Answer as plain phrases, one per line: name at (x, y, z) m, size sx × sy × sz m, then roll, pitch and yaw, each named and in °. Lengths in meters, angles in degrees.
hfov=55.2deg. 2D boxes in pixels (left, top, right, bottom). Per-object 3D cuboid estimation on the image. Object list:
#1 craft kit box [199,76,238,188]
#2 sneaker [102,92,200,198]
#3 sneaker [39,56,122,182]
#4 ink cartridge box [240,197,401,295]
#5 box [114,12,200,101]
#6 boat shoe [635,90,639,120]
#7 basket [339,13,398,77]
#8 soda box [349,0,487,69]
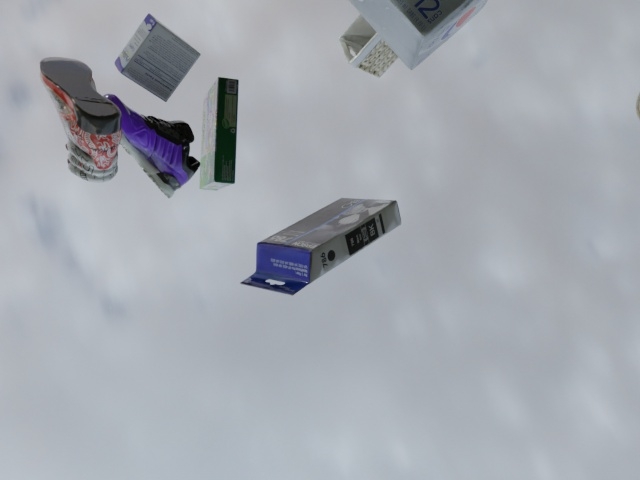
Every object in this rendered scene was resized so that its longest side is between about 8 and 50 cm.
craft kit box at (-0.257, -0.257, 1.534) m, size 0.061 × 0.247 × 0.249 m, roll 2°, pitch -91°, yaw -16°
sneaker at (-0.369, -0.237, 1.373) m, size 0.146 × 0.293 × 0.102 m, roll -37°, pitch -131°, yaw -6°
sneaker at (-0.424, -0.209, 1.067) m, size 0.090 × 0.144 × 0.270 m, roll -13°, pitch -137°, yaw -36°
ink cartridge box at (0.000, 0.000, 1.242) m, size 0.333 × 0.166 × 0.065 m, roll -33°, pitch -63°, yaw -38°
box at (-0.360, -0.402, 1.351) m, size 0.137 × 0.126 × 0.072 m, roll -50°, pitch -134°, yaw 9°
boat shoe at (0.547, -0.126, 0.797) m, size 0.096 × 0.112 × 0.335 m, roll 0°, pitch -140°, yaw -12°
basket at (0.143, -0.496, 1.485) m, size 0.103 × 0.167 × 0.113 m, roll 18°, pitch -138°, yaw -38°
soda box at (0.020, -0.285, 0.503) m, size 0.091 × 0.098 × 0.286 m, roll -41°, pitch -92°, yaw 2°
